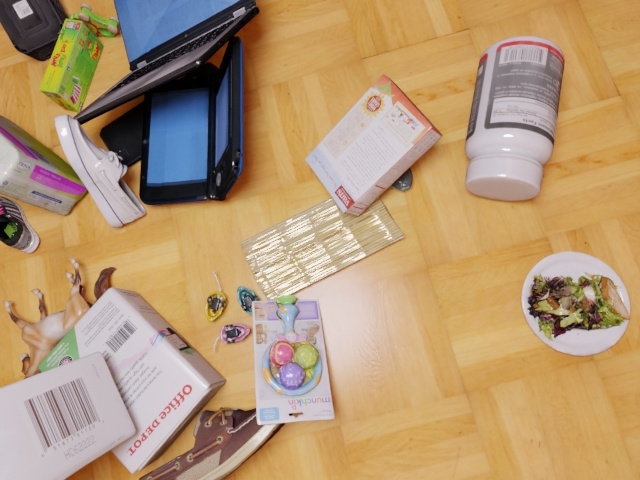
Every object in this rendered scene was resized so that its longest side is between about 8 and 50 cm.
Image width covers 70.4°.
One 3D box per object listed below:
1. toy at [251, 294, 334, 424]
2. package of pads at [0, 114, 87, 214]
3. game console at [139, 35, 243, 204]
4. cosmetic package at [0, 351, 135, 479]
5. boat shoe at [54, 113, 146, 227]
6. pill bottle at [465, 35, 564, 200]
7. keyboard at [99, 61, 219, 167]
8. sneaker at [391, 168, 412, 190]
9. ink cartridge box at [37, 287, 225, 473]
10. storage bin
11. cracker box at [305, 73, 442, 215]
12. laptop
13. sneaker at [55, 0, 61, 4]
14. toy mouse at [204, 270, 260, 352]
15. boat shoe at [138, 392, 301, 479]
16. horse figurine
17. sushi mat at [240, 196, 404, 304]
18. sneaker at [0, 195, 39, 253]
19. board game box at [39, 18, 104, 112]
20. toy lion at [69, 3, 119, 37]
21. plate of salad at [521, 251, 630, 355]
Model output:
[{"bbox_3d":[-0.052,0.205,0.835,0.137,0.056,0.237,0,51,-13],"label":"toy"},{"bbox_3d":[-0.660,-0.187,0.941,0.296,0.229,0.101,37,86,10],"label":"package of pads"},{"bbox_3d":[-0.266,-0.236,0.918,0.173,0.250,0.293,3,76,-23],"label":"game console"},{"bbox_3d":[-0.565,0.367,0.740,0.453,0.230,0.161,-29,84,19],"label":"cosmetic package"},{"bbox_3d":[-0.438,-0.143,0.921,0.084,0.258,0.095,-21,45,-9],"label":"boat shoe"},{"bbox_3d":[0.375,-0.231,0.890,0.161,0.161,0.283,11,80,7],"label":"pill bottle"},{"bbox_3d":[-0.326,-0.254,1.027,0.317,0.033,0.201,-33,76,-1],"label":"keyboard"},{"bbox_3d":[0.147,-0.184,0.944,0.065,0.076,0.166,-20,77,2],"label":"sneaker"},{"bbox_3d":[-0.356,0.259,0.874,0.278,0.117,0.201,40,84,12],"label":"ink cartridge box"},{"bbox_3d":[-0.674,-0.532,1.058,0.122,0.084,0.180,-26,99,-1],"label":"storage bin"},{"bbox_3d":[0.098,-0.182,0.894,0.232,0.067,0.155,-43,65,22],"label":"cracker box"},{"bbox_3d":[-0.346,-0.464,0.889,0.382,0.236,0.408,-11,38,30],"label":"laptop"},{"bbox_3d":[-0.695,-0.633,1.113,0.069,0.084,0.185,-15,77,2],"label":"sneaker"},{"bbox_3d":[-0.165,0.153,0.923,0.143,0.031,0.161,10,79,7],"label":"toy mouse"},{"bbox_3d":[-0.187,0.367,0.838,0.342,0.123,0.123,-41,76,0],"label":"boat shoe"},{"bbox_3d":[-0.541,0.152,0.942,0.263,0.066,0.174,-31,71,1],"label":"horse figurine"},{"bbox_3d":[0.000,0.000,0.947,0.316,0.019,0.151,-26,76,-1],"label":"sushi mat"},{"bbox_3d":[-0.692,-0.044,0.991,0.063,0.075,0.170,-43,77,-4],"label":"sneaker"},{"bbox_3d":[-0.572,-0.402,1.048,0.043,0.092,0.181,12,79,7],"label":"board game box"},{"bbox_3d":[-0.540,-0.512,1.079,0.100,0.096,0.034,13,76,-33],"label":"toy lion"},{"bbox_3d":[0.489,0.117,0.863,0.200,0.048,0.200,-1,79,5],"label":"plate of salad"}]
